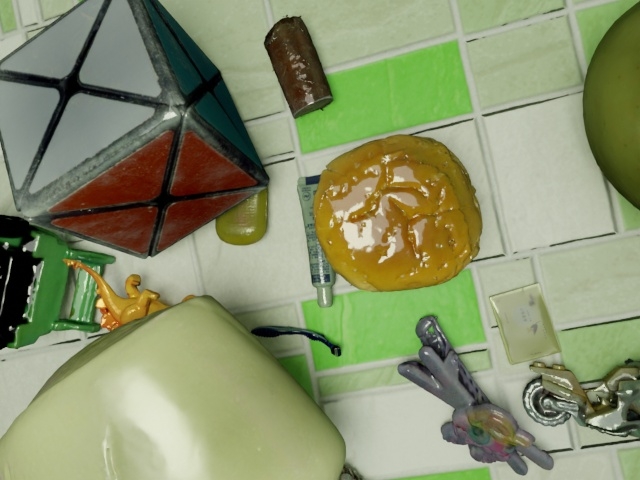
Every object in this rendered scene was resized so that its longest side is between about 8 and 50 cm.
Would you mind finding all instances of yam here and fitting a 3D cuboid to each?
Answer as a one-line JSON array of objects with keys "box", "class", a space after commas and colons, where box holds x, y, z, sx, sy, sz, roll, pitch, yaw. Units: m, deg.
[{"box": [-0.035, -0.271, 0.774, 0.079, 0.079, 0.141, -23, 88, 9], "class": "yam"}]

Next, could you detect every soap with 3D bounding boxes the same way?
[{"box": [-0.129, -0.061, 0.805, 0.089, 0.045, 0.140, 1, 88, 7], "class": "soap"}]

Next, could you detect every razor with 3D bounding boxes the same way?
[{"box": [-0.039, 0.158, 0.803, 0.154, 0.044, 0.028, 10, 63, 12], "class": "razor"}]

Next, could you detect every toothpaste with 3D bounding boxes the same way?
[{"box": [0.000, 0.000, 0.790, 0.062, 0.037, 0.216, -6, 86, 10], "class": "toothpaste"}]

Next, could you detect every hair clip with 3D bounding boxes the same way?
[{"box": [0.217, 0.249, 0.733, 0.278, 0.090, 0.137, 52, 132, 8], "class": "hair clip"}]

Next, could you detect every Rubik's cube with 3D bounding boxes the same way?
[{"box": [-0.261, -0.158, 0.698, 0.255, 0.259, 0.260, -30, 71, 7], "class": "Rubik's cube"}]

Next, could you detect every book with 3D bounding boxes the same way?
[{"box": [0.312, 0.128, 0.749, 0.077, 0.014, 0.111, -17, 88, 9], "class": "book"}]

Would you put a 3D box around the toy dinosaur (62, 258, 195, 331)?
[{"box": [-0.296, 0.124, 0.807, 0.288, 0.070, 0.117, 22, 103, -11], "class": "toy dinosaur"}]

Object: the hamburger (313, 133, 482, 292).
[{"box": [0.115, -0.037, 0.706, 0.244, 0.163, 0.244, 0, 89, 9], "class": "hamburger"}]

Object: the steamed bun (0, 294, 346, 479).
[{"box": [-0.232, 0.308, 0.660, 0.371, 0.290, 0.456, 47, 118, 1], "class": "steamed bun"}]

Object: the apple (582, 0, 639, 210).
[{"box": [0.490, -0.156, 0.552, 0.357, 0.357, 0.357, 0, 91, 9], "class": "apple"}]

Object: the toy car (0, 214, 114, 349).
[{"box": [-0.561, 0.057, 0.821, 0.358, 0.176, 0.213, 10, 91, 13], "class": "toy car"}]

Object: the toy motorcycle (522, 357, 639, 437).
[{"box": [0.414, 0.214, 0.701, 0.229, 0.094, 0.130, 3, 87, 22], "class": "toy motorcycle"}]

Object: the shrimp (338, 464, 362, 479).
[{"box": [0.009, 0.377, 0.778, 0.190, 0.075, 0.073, 32, 128, 18], "class": "shrimp"}]
